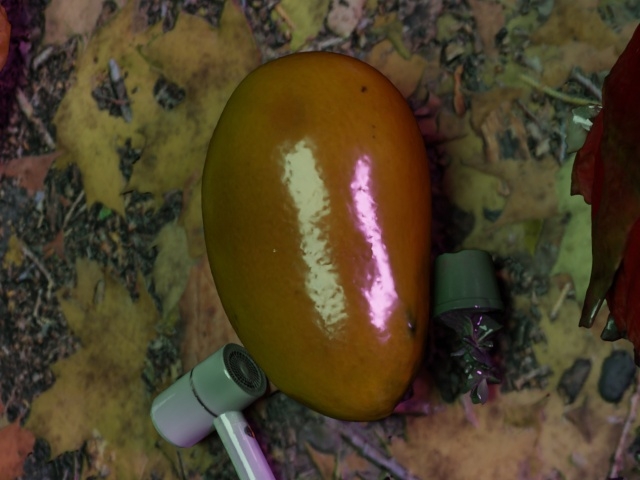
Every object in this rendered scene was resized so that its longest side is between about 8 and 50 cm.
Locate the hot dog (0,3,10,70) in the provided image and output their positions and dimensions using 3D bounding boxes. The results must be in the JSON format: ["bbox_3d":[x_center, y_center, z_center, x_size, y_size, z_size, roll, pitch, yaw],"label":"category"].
[{"bbox_3d":[-0.437,-0.168,1.625,0.365,0.196,0.367,23,98,33],"label":"hot dog"}]

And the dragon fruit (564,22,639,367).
[{"bbox_3d":[0.242,-0.041,1.094,0.343,0.100,0.282,36,107,56],"label":"dragon fruit"}]

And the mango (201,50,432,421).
[{"bbox_3d":[-0.004,-0.002,1.301,0.175,0.139,0.254,-8,83,57],"label":"mango"}]

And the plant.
[{"bbox_3d":[0.100,0.059,1.267,0.051,0.051,0.102,-16,73,34],"label":"plant"}]

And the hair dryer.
[{"bbox_3d":[-0.063,0.153,1.382,0.082,0.047,0.137,-38,69,26],"label":"hair dryer"}]
